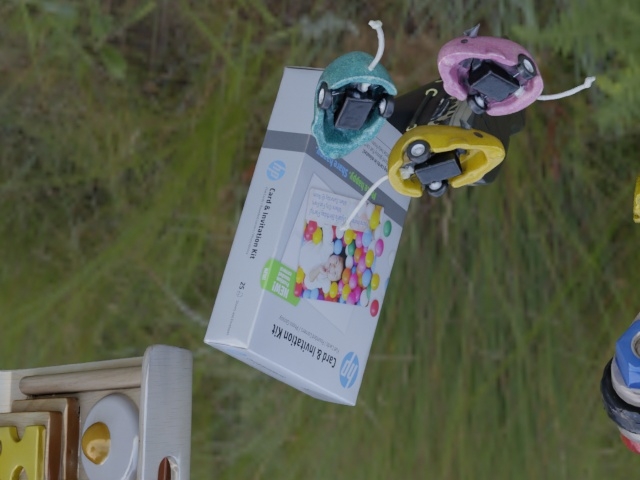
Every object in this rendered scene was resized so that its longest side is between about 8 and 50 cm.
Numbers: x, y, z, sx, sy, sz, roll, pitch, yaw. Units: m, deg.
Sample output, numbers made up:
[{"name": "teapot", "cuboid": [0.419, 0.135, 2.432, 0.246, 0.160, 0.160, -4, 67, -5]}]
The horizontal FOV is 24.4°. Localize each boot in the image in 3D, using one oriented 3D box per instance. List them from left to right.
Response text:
[{"name": "boot", "cuboid": [0.079, -0.103, 1.287, 0.178, 0.236, 0.085, -11, 113, 22]}]

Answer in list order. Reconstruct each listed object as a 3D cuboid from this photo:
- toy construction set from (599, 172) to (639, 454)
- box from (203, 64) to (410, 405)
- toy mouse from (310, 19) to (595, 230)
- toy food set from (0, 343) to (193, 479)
[{"name": "toy construction set", "cuboid": [0.331, 0.043, 0.974, 0.257, 0.237, 0.309, -15, 136, 29]}, {"name": "box", "cuboid": [0.000, 0.000, 0.971, 0.038, 0.186, 0.145, 9, 165, 32]}, {"name": "toy mouse", "cuboid": [0.050, -0.076, 0.743, 0.161, 0.031, 0.143, -20, 143, 18]}, {"name": "toy food set", "cuboid": [-0.199, 0.193, 1.065, 0.092, 0.220, 0.306, 8, 168, -40]}]
